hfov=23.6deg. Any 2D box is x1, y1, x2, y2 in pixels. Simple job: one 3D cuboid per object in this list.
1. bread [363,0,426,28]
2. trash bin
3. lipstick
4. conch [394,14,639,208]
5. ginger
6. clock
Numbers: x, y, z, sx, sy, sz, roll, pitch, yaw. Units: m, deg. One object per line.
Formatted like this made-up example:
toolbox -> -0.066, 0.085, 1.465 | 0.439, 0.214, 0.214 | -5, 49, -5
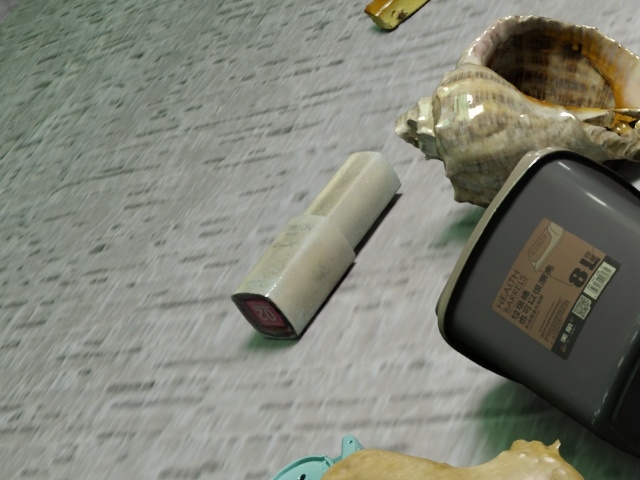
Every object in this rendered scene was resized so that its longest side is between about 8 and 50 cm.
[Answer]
bread -> 0.158, -0.400, 2.288 | 0.226, 0.049, 0.088 | -41, 27, -7
trash bin -> 0.233, 0.050, 1.309 | 0.209, 0.182, 0.290 | -59, 33, 5
lipstick -> 0.000, 0.000, 1.796 | 0.079, 0.077, 0.253 | -3, 42, 47
conch -> 0.227, -0.120, 1.648 | 0.291, 0.159, 0.210 | 9, 46, 0
ginger -> 0.095, 0.240, 1.243 | 0.267, 0.138, 0.152 | -7, 23, 25
clock -> -0.018, 0.252, 1.451 | 0.147, 0.045, 0.108 | -27, 27, 19
